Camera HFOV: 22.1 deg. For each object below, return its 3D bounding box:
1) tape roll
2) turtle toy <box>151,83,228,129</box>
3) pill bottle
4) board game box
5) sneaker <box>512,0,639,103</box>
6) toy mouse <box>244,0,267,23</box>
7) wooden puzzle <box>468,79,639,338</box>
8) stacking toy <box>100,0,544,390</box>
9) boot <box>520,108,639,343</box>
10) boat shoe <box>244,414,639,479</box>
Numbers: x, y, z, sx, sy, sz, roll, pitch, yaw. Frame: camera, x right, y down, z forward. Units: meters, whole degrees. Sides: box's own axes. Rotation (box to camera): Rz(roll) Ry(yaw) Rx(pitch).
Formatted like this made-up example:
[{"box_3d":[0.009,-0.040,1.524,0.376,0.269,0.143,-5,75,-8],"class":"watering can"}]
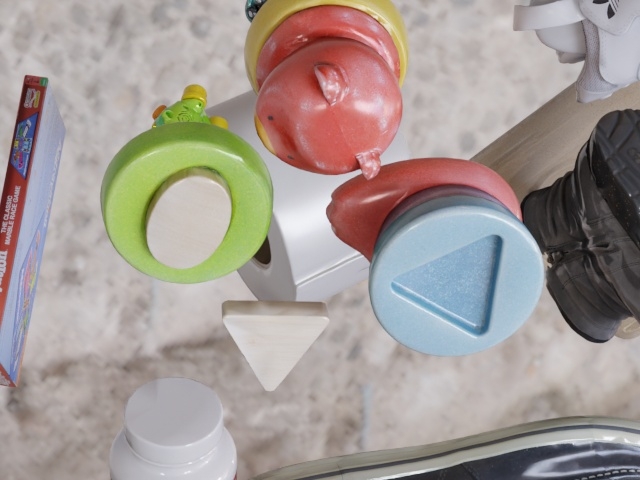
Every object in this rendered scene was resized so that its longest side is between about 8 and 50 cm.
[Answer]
[{"box_3d":[-0.016,-0.059,1.791,0.169,0.246,0.246,-25,131,-19],"class":"tape roll"},{"box_3d":[-0.129,-0.084,1.605,0.130,0.066,0.095,58,30,-47],"class":"turtle toy"},{"box_3d":[-0.140,0.237,1.560,0.121,0.121,0.216,-28,139,-33],"class":"pill bottle"},{"box_3d":[-0.296,-0.007,1.618,0.145,0.027,0.281,92,5,-73],"class":"board game box"},{"box_3d":[0.288,-0.200,1.233,0.366,0.210,0.137,-16,89,-60],"class":"sneaker"},{"box_3d":[-0.047,-0.284,1.907,0.143,0.031,0.161,22,69,-20],"class":"toy mouse"},{"box_3d":[0.368,-0.075,1.835,0.322,0.080,0.348,-37,128,17],"class":"wooden puzzle"},{"box_3d":[0.000,0.000,1.198,0.279,0.130,0.309,-33,119,14],"class":"stacking toy"},{"box_3d":[0.323,0.056,1.621,0.118,0.338,0.222,-8,156,-21],"class":"boot"},{"box_3d":[0.153,0.290,1.705,0.500,0.156,0.187,-8,157,-16],"class":"boat shoe"}]
